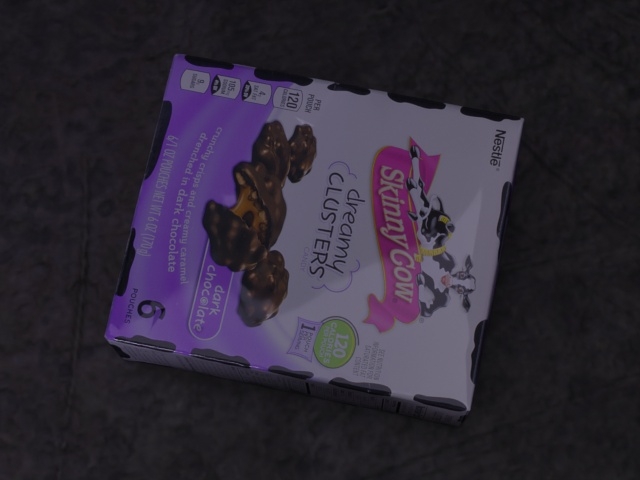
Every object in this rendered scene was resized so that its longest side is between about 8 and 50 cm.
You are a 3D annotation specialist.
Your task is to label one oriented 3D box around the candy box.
[{"bbox_3d":[0.000,0.000,0.769,0.196,0.070,0.165,11,76,5],"label":"candy box"}]
